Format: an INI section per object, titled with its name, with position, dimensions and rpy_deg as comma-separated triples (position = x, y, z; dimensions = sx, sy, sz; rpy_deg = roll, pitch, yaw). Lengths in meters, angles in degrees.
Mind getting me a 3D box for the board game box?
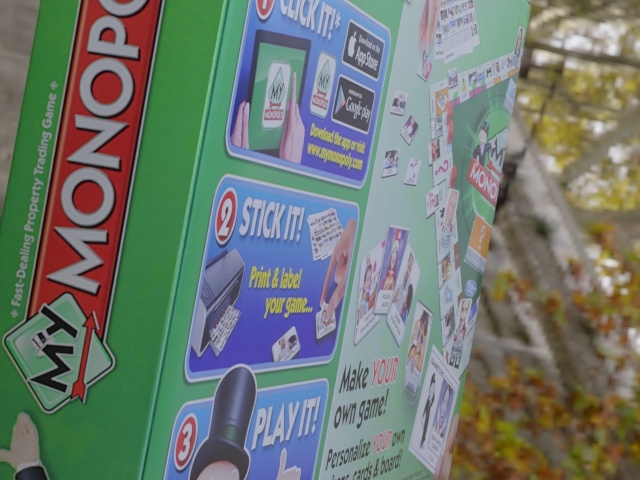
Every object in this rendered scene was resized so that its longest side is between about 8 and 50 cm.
[board game box]
position = 0.000, 0.000, 0.461
dimensions = 0.317, 0.046, 0.213
rpy_deg = 9, 91, -73
